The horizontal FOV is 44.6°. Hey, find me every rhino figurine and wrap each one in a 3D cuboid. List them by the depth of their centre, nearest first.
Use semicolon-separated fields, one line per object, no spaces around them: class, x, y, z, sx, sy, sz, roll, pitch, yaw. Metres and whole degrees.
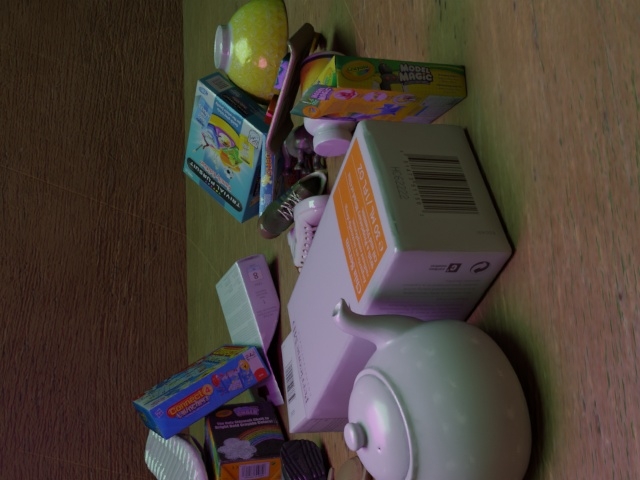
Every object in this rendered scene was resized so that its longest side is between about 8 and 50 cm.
rhino figurine;-0.026;-0.203;1.670;0.243;0.073;0.106;172;96;-70

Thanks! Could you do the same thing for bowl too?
bowl;-0.198;-0.510;2.089;0.289;0.156;0.289;-179;90;-72

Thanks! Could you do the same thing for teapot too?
teapot;0.119;0.227;0.954;0.256;0.187;0.252;-131;38;-51

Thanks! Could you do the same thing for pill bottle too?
pill bottle;0.017;-0.258;1.489;0.103;0.103;0.184;131;137;-63

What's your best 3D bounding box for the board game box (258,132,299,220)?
board game box;-0.092;-0.145;1.805;0.136;0.035;0.201;-14;-72;-66

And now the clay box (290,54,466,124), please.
clay box;0.077;-0.211;1.105;0.127;0.222;0.053;149;120;-69

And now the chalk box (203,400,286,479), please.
chalk box;-0.195;0.528;1.967;0.289;0.180;0.179;-123;34;-62

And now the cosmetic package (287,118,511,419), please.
cosmetic package;0.087;0.063;1.158;0.453;0.162;0.230;111;154;-48

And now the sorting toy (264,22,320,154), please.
sorting toy;-0.060;-0.331;1.616;0.307;0.041;0.229;-69;-5;-63

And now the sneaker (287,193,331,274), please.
sneaker;0.000;0.000;1.553;0.290;0.106;0.123;112;149;-70

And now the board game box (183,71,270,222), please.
board game box;-0.248;-0.248;2.138;0.254;0.079;0.336;41;139;19

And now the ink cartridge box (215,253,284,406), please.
ink cartridge box;-0.166;0.256;2.121;0.385;0.091;0.308;70;158;8

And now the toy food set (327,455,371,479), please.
toy food set;0.057;0.459;1.417;0.192;0.039;0.132;133;153;-59

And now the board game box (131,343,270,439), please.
board game box;-0.318;0.383;2.031;0.086;0.302;0.308;62;158;-5

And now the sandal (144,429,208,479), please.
sandal;-0.339;0.568;1.975;0.416;0.102;0.169;26;103;58

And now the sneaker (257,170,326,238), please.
sneaker;-0.054;-0.084;1.629;0.064;0.192;0.086;46;141;-1

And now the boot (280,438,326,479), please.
boot;-0.019;0.595;1.583;0.338;0.118;0.222;-102;14;-53

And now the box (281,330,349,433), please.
box;0.011;0.248;1.449;0.182;0.119;0.181;122;145;-57
